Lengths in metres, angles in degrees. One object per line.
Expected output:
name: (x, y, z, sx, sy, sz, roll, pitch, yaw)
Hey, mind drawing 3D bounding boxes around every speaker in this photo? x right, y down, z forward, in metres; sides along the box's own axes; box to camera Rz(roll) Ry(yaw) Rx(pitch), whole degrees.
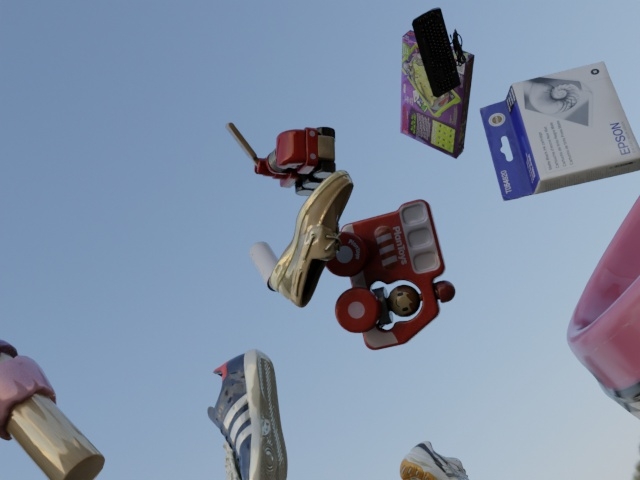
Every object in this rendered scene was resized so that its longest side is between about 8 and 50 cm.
speaker: (-0.118, 0.059, 1.566, 0.055, 0.136, 0.055, -12, -56, -19)

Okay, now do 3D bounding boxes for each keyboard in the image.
keyboard: (0.262, -0.397, 1.445, 0.100, 0.038, 0.192, -33, -50, -7)

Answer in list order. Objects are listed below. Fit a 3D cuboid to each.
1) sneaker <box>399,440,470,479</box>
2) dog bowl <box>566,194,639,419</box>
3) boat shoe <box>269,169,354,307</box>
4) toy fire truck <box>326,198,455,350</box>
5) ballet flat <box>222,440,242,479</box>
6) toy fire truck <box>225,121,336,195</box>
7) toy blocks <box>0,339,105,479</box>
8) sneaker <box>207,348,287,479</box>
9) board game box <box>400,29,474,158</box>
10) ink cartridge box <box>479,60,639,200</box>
sneaker: (0.099, 0.175, 0.493, 0.037, 0.083, 0.032, -39, -20, -48)
dog bowl: (0.320, -0.029, 0.454, 0.408, 0.150, 0.408, -51, -16, -21)
boat shoe: (0.000, 0.000, 1.396, 0.109, 0.098, 0.302, -8, -49, -58)
toy fire truck: (0.158, 0.080, 1.524, 0.253, 0.302, 0.169, -16, -10, 15)
ballet flat: (-0.167, 0.460, 1.666, 0.146, 0.409, 0.147, -6, -44, -6)
toy fire truck: (-0.104, -0.220, 1.691, 0.246, 0.159, 0.217, 4, -15, -20)
toy blocks: (-0.381, 0.241, 0.570, 0.309, 0.260, 0.289, -26, -38, -45)
sneaker: (-0.168, 0.417, 1.489, 0.148, 0.350, 0.131, -19, -37, 17)
board game box: (0.321, -0.405, 1.938, 0.056, 0.208, 0.347, -49, -27, -28)
ink cartridge box: (0.397, -0.188, 1.164, 0.223, 0.223, 0.045, -14, -34, 13)
